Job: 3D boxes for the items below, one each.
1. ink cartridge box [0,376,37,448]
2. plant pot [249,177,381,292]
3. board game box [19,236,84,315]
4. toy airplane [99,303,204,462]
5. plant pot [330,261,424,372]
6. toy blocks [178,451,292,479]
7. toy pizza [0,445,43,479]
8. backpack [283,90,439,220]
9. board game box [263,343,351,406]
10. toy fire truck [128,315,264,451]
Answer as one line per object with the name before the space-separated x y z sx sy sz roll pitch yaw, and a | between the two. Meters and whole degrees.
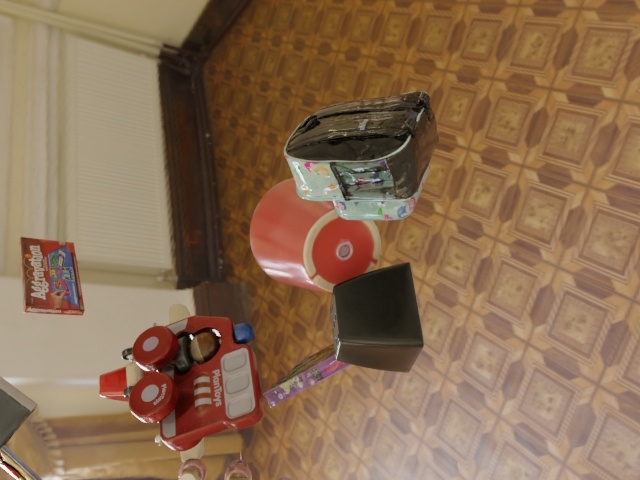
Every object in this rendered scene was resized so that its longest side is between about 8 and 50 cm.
ink cartridge box | -0.657 0.241 1.050 0.165 0.332 0.065 -52 8 -10
plant pot | 0.000 0.000 1.501 0.243 0.274 0.275 23 102 61
board game box | -0.727 0.093 1.729 0.027 0.145 0.281 -63 38 29
toy airplane | -0.430 0.433 1.990 0.384 0.386 0.272 36 144 4
plant pot | 0.110 0.172 1.372 0.188 0.166 0.188 94 172 -61
toy blocks | -0.187 0.665 1.502 0.260 0.308 0.289 117 157 -80
toy pizza | -0.607 0.449 1.272 0.201 0.201 0.032 -8 34 53
backpack | 0.071 -0.152 1.145 0.253 0.191 0.225 3 41 24
board game box | 0.026 0.310 1.672 0.346 0.208 0.056 -34 83 33
toy fire truck | -0.249 0.283 1.357 0.253 0.169 0.302 -19 44 5
